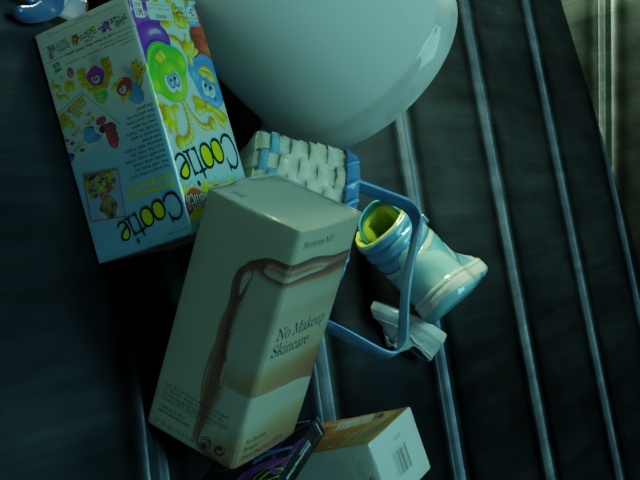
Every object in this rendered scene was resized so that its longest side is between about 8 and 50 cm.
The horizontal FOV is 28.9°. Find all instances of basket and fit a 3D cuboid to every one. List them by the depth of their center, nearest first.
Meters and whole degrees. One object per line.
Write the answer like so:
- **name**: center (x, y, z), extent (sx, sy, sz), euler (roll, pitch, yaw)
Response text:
- **basket**: center (0.000, 0.000, 1.631), extent (0.289, 0.201, 0.255), euler (23, 50, -15)

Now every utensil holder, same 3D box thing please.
- **utensil holder**: center (-0.055, -0.356, 1.636), extent (0.385, 0.327, 0.328), euler (43, 41, -38)

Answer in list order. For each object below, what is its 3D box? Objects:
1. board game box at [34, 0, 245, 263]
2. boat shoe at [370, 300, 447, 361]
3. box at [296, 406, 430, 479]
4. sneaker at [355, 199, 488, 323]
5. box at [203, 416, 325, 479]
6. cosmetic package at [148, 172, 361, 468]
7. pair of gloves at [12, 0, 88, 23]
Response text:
- **board game box**: center (-0.201, -0.129, 1.452), extent (0.142, 0.144, 0.275), euler (-13, 87, -61)
- **boat shoe**: center (0.131, 0.146, 1.954), extent (0.184, 0.066, 0.063), euler (32, 81, -55)
- **box**: center (0.032, 0.290, 1.597), extent (0.130, 0.170, 0.091), euler (-30, 102, -60)
- **sneaker**: center (0.158, 0.017, 2.003), extent (0.208, 0.127, 0.319), euler (47, 6, 5)
- **box**: center (-0.076, 0.270, 1.483), extent (0.162, 0.116, 0.029), euler (-48, 120, -57)
- **cosmetic package**: center (-0.075, 0.088, 1.414), extent (0.153, 0.129, 0.296), euler (-20, 130, -58)
- **pair of gloves**: center (-0.332, -0.332, 1.459), extent (0.159, 0.023, 0.198), euler (28, 51, -49)
